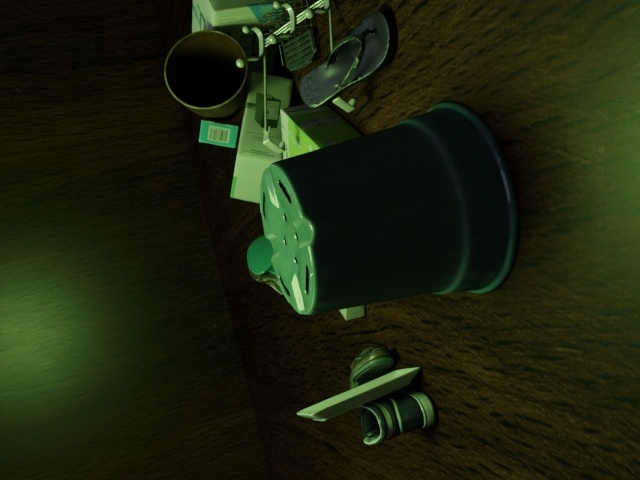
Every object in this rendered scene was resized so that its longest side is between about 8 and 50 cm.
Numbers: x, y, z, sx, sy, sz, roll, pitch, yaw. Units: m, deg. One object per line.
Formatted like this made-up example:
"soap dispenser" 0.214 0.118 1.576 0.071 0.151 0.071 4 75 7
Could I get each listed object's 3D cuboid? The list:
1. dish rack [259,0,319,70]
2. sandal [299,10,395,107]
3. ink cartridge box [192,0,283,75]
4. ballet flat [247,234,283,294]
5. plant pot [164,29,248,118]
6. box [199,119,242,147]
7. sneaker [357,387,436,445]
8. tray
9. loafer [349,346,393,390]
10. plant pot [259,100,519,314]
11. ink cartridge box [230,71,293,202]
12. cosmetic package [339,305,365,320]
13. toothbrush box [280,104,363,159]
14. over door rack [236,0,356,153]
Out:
"dish rack" -0.090 -0.559 1.744 0.208 0.074 0.272 4 107 66
"sandal" 0.049 -0.343 1.383 0.254 0.054 0.097 -38 74 36
"ink cartridge box" -0.237 -0.617 1.969 0.270 0.198 0.197 109 143 -60
"ballet flat" -0.106 0.106 2.197 0.182 0.164 0.483 53 170 -18
"plant pot" -0.285 -0.414 1.907 0.230 0.215 0.216 74 178 -78
"box" -0.276 -0.300 1.985 0.244 0.100 0.060 -107 26 -81
"sneaker" 0.141 0.403 1.640 0.282 0.153 0.099 145 111 -71
"tray" 0.087 0.346 1.577 0.030 0.270 0.145 69 161 6
"loafer" 0.112 0.309 1.768 0.268 0.096 0.084 108 150 -61
"plant pot" 0.093 -0.036 1.185 0.341 0.333 0.341 166 90 -71
"ink cartridge box" -0.160 -0.278 1.931 0.211 0.121 0.289 112 166 -58
"cosmetic package" 0.043 0.099 1.866 0.239 0.060 0.099 -128 29 -51
"toothbrush box" 0.008 -0.179 1.672 0.283 0.122 0.206 -130 32 -53
"over door rack" -0.066 -0.391 1.553 0.239 0.108 0.325 -24 69 38
